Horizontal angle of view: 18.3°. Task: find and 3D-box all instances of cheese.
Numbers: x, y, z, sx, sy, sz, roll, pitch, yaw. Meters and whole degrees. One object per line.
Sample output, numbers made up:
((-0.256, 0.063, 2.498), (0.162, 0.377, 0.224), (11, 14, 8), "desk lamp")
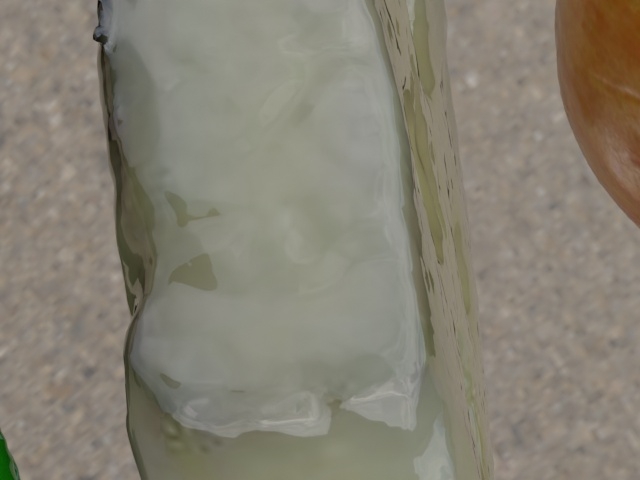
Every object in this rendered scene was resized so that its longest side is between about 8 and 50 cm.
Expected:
((0.000, 0.000, 0.751), (0.326, 0.115, 0.318), (-79, 160, -73), "cheese")

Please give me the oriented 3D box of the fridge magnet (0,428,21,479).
((-0.202, 0.135, 0.849), (0.088, 0.208, 0.208), (14, 55, -54), "fridge magnet")

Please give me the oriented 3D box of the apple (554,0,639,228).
((0.242, -0.109, 0.861), (0.233, 0.286, 0.286), (35, 43, 25), "apple")
